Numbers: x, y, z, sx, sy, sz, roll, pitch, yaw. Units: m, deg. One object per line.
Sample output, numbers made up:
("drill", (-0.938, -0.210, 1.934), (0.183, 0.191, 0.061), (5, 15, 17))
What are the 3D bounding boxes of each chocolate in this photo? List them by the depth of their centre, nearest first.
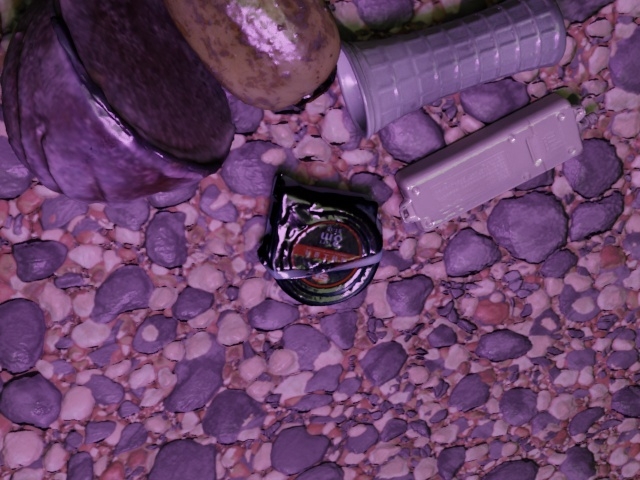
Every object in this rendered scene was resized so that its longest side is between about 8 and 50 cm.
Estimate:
("chocolate", (-0.275, -0.169, 1.015), (0.213, 0.303, 0.303), (-29, 120, 24))

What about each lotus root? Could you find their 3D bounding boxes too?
("lotus root", (-0.101, -0.298, 1.049), (0.173, 0.173, 0.309), (-40, 110, 9))

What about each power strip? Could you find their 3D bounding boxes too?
("power strip", (0.267, -0.122, 1.266), (0.338, 0.058, 0.098), (-26, 118, 2))

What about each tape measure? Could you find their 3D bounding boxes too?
("tape measure", (-0.001, 0.005, 1.242), (0.182, 0.107, 0.181), (13, 110, -18))

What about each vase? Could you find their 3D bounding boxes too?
("vase", (0.179, -0.253, 1.143), (0.298, 0.143, 0.143), (-19, 119, -7))

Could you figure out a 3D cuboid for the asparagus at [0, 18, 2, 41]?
("asparagus", (-0.421, -0.353, 1.016), (0.025, 0.024, 0.249), (13, 122, 29))
